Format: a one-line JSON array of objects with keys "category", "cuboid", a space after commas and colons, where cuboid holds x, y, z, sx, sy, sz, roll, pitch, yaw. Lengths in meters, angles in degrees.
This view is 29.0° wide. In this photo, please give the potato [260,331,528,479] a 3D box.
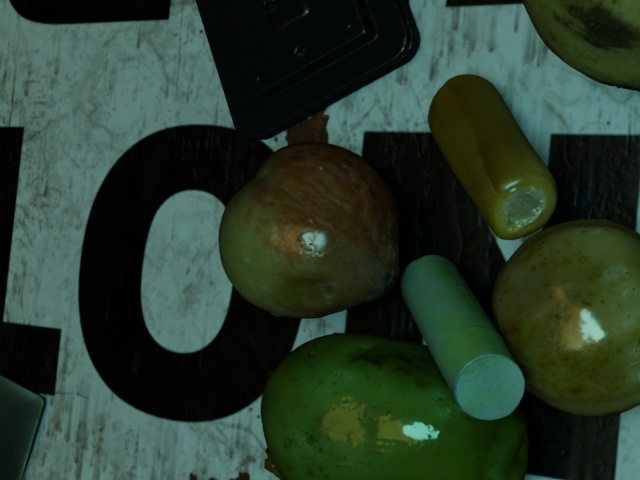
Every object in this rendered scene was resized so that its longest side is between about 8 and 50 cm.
[{"category": "potato", "cuboid": [0.079, 0.212, 1.379, 0.305, 0.216, 0.215, 2, 86, 21]}]

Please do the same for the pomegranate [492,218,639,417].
[{"category": "pomegranate", "cuboid": [0.277, 0.079, 1.281, 0.207, 0.207, 0.207, -4, 83, 31]}]

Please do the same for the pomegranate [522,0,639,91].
[{"category": "pomegranate", "cuboid": [0.338, -0.305, 1.217, 0.322, 0.322, 0.322, -4, 83, 31]}]

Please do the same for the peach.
[{"category": "peach", "cuboid": [0.000, 0.000, 1.447, 0.233, 0.232, 0.232, -4, 83, 31]}]

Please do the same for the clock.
[{"category": "clock", "cuboid": [-0.032, -0.299, 1.587, 0.279, 0.049, 0.273, -27, 72, 26]}]

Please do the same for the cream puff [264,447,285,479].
[{"category": "cream puff", "cuboid": [-0.033, 0.273, 1.521, 0.083, 0.058, 0.083, -4, 81, 29]}]

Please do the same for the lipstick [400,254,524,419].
[{"category": "lipstick", "cuboid": [0.143, 0.093, 1.316, 0.076, 0.304, 0.076, -2, 108, -5]}]

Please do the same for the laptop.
[{"category": "laptop", "cuboid": [-0.524, 0.274, 1.842, 0.269, 0.015, 0.187, 20, 96, 31]}]

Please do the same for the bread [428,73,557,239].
[{"category": "bread", "cuboid": [0.184, -0.099, 1.367, 0.092, 0.074, 0.239, -43, 37, 17]}]
